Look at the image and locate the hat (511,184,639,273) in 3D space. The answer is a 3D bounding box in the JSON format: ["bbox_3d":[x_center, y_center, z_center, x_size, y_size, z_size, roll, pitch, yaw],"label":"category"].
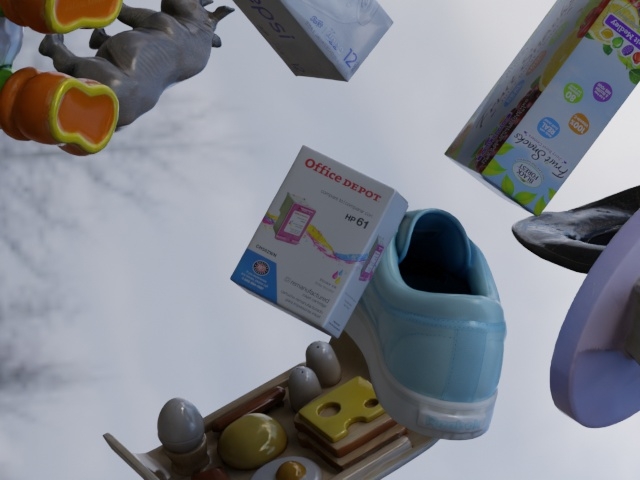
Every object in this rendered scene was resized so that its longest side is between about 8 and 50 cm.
[{"bbox_3d":[0.375,0.035,2.032,0.331,0.331,0.134,-148,-133,-68],"label":"hat"}]

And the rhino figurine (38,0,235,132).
[{"bbox_3d":[-0.159,-0.174,1.694,0.106,0.243,0.073,33,-44,14],"label":"rhino figurine"}]

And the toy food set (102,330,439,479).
[{"bbox_3d":[-0.042,0.182,1.913,0.220,0.306,0.092,33,-36,50],"label":"toy food set"}]

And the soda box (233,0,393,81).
[{"bbox_3d":[-0.052,-0.292,1.941,0.098,0.091,0.286,13,-29,53],"label":"soda box"}]

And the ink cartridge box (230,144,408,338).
[{"bbox_3d":[0.000,0.000,1.449,0.122,0.088,0.052,-61,160,-6],"label":"ink cartridge box"}]

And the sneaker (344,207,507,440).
[{"bbox_3d":[0.089,0.027,1.655,0.366,0.135,0.150,-124,-136,-59],"label":"sneaker"}]

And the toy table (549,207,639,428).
[{"bbox_3d":[0.345,0.075,1.676,0.161,0.252,0.274,33,-86,47],"label":"toy table"}]

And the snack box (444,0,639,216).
[{"bbox_3d":[0.205,-0.129,1.613,0.207,0.070,0.174,-52,-170,3],"label":"snack box"}]

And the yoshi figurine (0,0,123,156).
[{"bbox_3d":[-0.321,-0.175,1.526,0.203,0.362,0.203,-63,151,-30],"label":"yoshi figurine"}]
